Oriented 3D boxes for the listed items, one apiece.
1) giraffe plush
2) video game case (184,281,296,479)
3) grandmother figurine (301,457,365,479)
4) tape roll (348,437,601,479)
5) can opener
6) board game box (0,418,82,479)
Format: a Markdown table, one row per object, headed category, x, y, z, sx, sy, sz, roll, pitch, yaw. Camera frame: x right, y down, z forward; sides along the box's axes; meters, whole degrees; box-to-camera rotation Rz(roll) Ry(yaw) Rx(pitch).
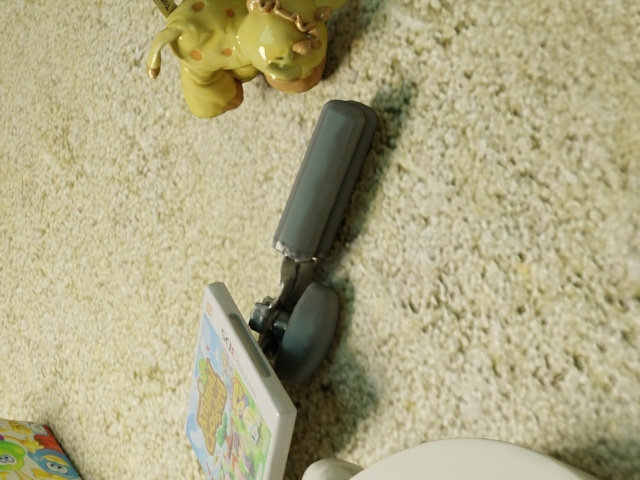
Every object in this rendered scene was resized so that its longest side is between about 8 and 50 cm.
| category | x | y | z | sx | sy | sz | roll | pitch | yaw |
| --- | --- | --- | --- | --- | --- | --- | --- | --- | --- |
| giraffe plush | -0.061 | -0.213 | 1.479 | 0.170 | 0.210 | 0.181 | 12 | 87 | 24 |
| video game case | -0.086 | 0.182 | 1.441 | 0.193 | 0.023 | 0.212 | -123 | 34 | -43 |
| grandmother figurine | -0.009 | 0.365 | 1.293 | 0.208 | 0.104 | 0.342 | 17 | 97 | 44 |
| tape roll | 0.107 | 0.345 | 1.083 | 0.392 | 0.072 | 0.392 | -16 | 62 | 32 |
| can opener | 0.000 | 0.000 | 1.414 | 0.093 | 0.074 | 0.280 | 20 | 101 | 19 |
| board game box | -0.367 | 0.344 | 1.724 | 0.275 | 0.144 | 0.142 | 42 | 113 | 48 |
